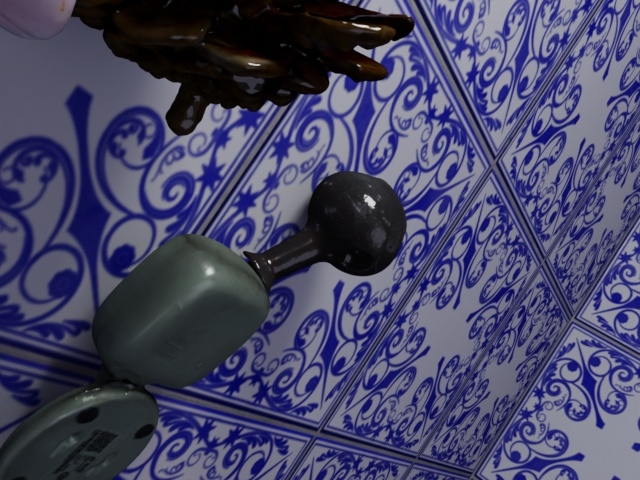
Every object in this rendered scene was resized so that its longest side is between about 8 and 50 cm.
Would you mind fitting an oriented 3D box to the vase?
[{"bbox_3d":[0.000,0.000,0.807,0.182,0.120,0.120,-26,139,-15],"label":"vase"}]

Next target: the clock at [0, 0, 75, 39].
[{"bbox_3d":[-0.175,-0.209,0.173,0.376,0.250,0.368,-15,101,-71],"label":"clock"}]

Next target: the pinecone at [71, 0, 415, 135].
[{"bbox_3d":[-0.043,-0.213,0.445,0.244,0.244,0.309,-15,118,-48],"label":"pinecone"}]

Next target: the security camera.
[{"bbox_3d":[-0.180,0.123,0.686,0.301,0.080,0.157,-46,150,-1],"label":"security camera"}]
